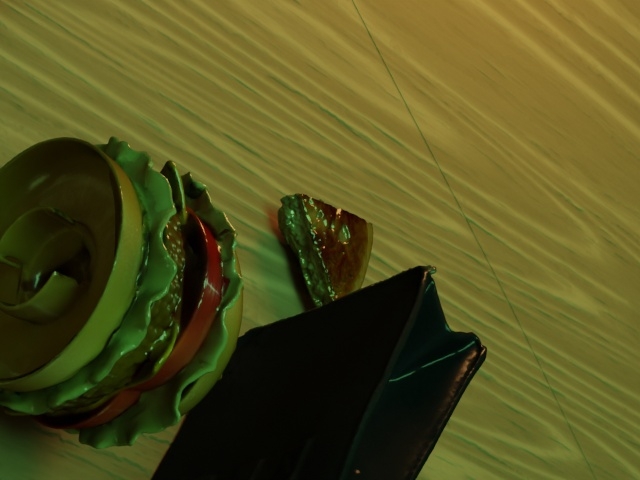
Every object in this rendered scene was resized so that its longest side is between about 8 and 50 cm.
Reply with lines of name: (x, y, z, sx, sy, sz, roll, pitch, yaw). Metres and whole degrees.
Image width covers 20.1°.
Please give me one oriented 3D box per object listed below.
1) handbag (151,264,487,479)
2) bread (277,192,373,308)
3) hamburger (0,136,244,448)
handbag: (-0.017, 0.197, 1.748, 0.122, 0.303, 0.329, 51, 42, -20)
bread: (0.016, 0.005, 2.069, 0.136, 0.054, 0.154, -28, 103, -50)
hamburger: (-0.190, 0.053, 1.632, 0.212, 0.274, 0.274, 31, 53, -44)
